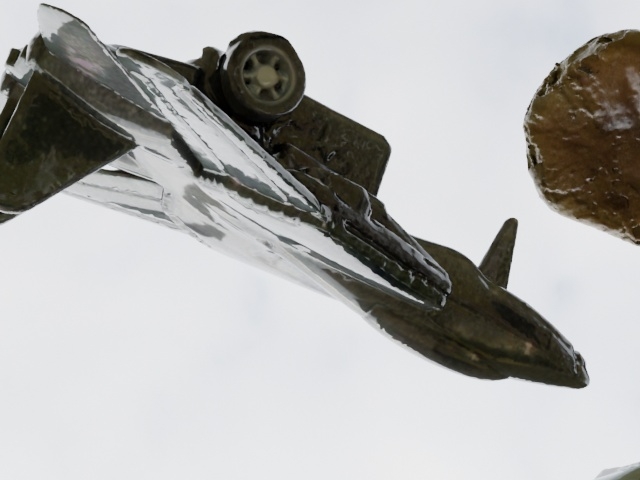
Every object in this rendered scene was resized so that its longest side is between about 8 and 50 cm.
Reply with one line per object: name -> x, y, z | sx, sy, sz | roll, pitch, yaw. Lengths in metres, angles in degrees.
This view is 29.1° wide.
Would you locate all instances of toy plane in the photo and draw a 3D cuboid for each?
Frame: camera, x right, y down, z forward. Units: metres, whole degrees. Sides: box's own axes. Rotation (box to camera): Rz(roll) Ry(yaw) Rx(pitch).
toy plane -> 0.003, -0.011, 0.470 | 0.267, 0.212, 0.088 | 20, -103, -22

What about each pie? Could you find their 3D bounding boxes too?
pie -> 0.265, -0.085, 1.027 | 0.195, 0.195, 0.046 | 24, -152, 14

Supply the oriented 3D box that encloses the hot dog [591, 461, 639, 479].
hot dog -> 0.099, 0.170, 0.478 | 0.271, 0.081, 0.163 | -22, -144, -27
